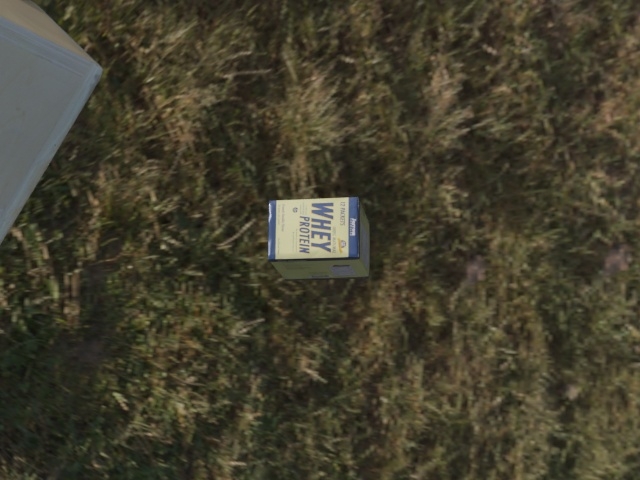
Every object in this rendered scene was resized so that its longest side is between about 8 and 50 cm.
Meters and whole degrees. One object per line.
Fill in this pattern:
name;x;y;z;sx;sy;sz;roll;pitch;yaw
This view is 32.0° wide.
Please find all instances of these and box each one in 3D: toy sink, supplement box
toy sink;-0.327;-0.106;0.973;0.131;0.153;0.234;23;106;-46
supplement box;0.000;0.000;1.021;0.083;0.083;0.056;-2;74;9
